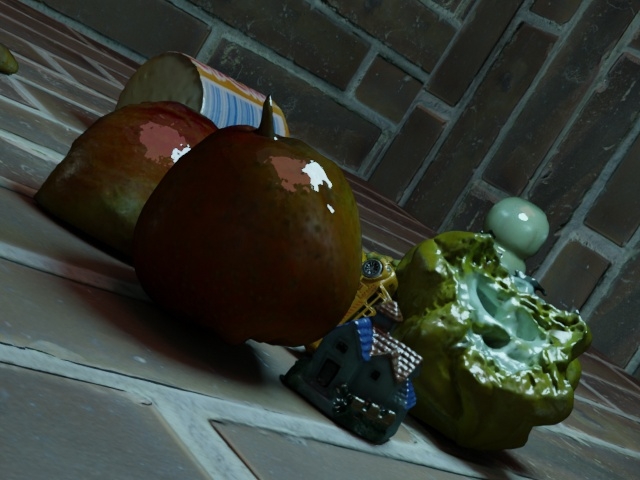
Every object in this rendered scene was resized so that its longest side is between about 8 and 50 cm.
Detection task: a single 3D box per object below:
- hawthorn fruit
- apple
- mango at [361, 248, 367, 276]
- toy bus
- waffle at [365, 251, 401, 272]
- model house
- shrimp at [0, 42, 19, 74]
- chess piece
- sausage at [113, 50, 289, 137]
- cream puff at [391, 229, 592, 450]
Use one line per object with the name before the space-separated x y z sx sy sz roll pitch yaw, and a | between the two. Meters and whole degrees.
hawthorn fruit | -0.074 -0.026 1.318 0.277 0.298 0.277 9 7 -1
apple | -0.211 -0.055 1.523 0.346 0.179 0.254 22 49 -51
mango | 0.000 0.000 2.114 0.219 0.112 0.145 40 -13 -2
toy bus | 0.050 0.101 1.502 0.074 0.162 0.069 42 -14 30
waffle | 0.200 0.085 2.364 0.243 0.058 0.238 32 -9 -33
model house | 0.059 0.146 1.345 0.148 0.148 0.119 33 9 22
shrimp | -0.671 -0.381 2.074 0.117 0.066 0.262 20 -13 30
chess piece | 0.323 0.062 2.168 0.182 0.330 0.182 33 9 -6
sausage | -0.227 -0.216 2.135 0.233 0.233 0.287 38 12 34
cream puff | 0.204 0.164 1.595 0.323 0.270 0.274 43 -21 9
